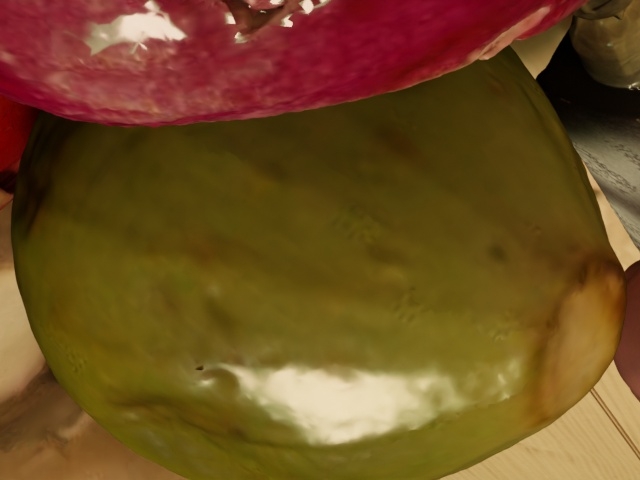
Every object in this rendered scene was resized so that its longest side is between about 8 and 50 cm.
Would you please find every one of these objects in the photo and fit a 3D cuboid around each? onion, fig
[{"bbox_3d":[-0.036,-0.106,0.386,0.250,0.111,0.247,-4,150,9],"label":"onion"},{"bbox_3d":[-0.007,-0.002,0.564,0.207,0.207,0.230,20,-171,-18],"label":"fig"}]

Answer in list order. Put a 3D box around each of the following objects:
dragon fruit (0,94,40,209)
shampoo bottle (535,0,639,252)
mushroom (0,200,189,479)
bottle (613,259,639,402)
[{"bbox_3d":[-0.185,-0.075,0.591,0.172,0.172,0.209,8,160,17],"label":"dragon fruit"},{"bbox_3d":[0.125,-0.056,0.606,0.063,0.057,0.207,24,166,31],"label":"shampoo bottle"},{"bbox_3d":[-0.215,0.101,0.864,0.353,0.325,0.353,21,167,5],"label":"mushroom"},{"bbox_3d":[0.248,0.080,0.825,0.120,0.120,0.253,-5,152,44],"label":"bottle"}]
